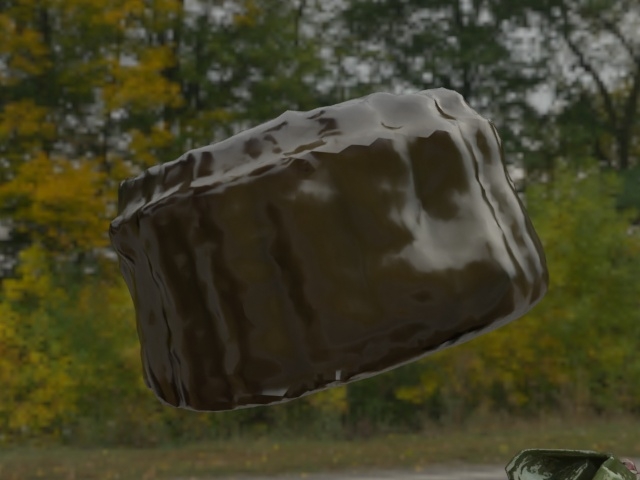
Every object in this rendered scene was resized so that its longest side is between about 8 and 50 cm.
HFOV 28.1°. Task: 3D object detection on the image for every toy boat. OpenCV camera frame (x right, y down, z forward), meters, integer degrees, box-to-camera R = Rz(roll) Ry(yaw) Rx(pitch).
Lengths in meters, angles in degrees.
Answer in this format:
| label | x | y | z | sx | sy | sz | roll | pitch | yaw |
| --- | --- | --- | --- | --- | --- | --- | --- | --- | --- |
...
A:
| label | x | y | z | sx | sy | sz | roll | pitch | yaw |
| --- | --- | --- | --- | --- | --- | --- | --- | --- | --- |
| toy boat | 0.193 | 0.188 | 0.937 | 0.071 | 0.089 | 0.185 | 42 | -13 | -6 |

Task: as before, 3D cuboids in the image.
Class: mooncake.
| label | x | y | z | sx | sy | sz | roll | pitch | yaw |
| --- | --- | --- | --- | --- | --- | --- | --- | --- | --- |
| mooncake | 0.001 | 0.001 | 0.973 | 0.324 | 0.187 | 0.324 | -15 | 1 | 0 |
